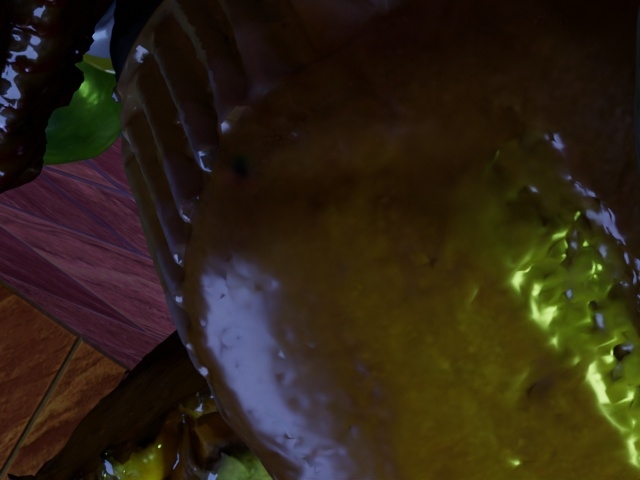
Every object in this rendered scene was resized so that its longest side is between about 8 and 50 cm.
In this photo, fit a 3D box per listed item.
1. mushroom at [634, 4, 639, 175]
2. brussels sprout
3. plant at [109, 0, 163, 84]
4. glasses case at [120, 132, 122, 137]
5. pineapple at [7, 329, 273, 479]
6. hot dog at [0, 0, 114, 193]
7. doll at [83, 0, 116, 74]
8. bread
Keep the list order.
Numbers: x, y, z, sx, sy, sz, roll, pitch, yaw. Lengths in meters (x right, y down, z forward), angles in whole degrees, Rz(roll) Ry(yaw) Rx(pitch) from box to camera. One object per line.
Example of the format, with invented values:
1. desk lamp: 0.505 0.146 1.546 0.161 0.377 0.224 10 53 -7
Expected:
1. mushroom: 0.240 -0.008 0.341 0.352 0.260 0.352 21 160 8
2. brussels sprout: -0.204 -0.134 1.083 0.181 0.144 0.161 34 -156 -25
3. plant: -0.013 -0.093 0.768 0.142 0.164 0.256 56 173 -28
4. glasses case: -0.184 -0.124 1.279 0.205 0.047 0.071 21 161 33
5. pineapple: 0.063 0.085 0.741 0.286 0.344 0.209 -23 104 44
6. hot dog: -0.195 -0.128 0.670 0.223 0.185 0.405 24 136 -8
7. doll: -0.144 -0.146 0.895 0.099 0.135 0.241 30 -170 19
8. bread: 0.067 0.021 0.541 0.288 0.204 0.156 60 179 -29
